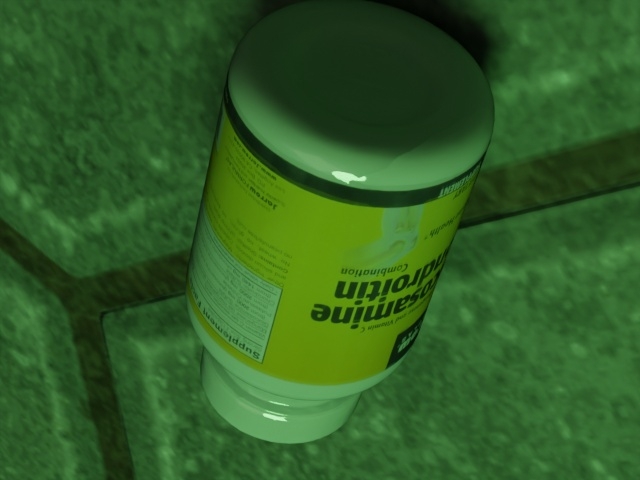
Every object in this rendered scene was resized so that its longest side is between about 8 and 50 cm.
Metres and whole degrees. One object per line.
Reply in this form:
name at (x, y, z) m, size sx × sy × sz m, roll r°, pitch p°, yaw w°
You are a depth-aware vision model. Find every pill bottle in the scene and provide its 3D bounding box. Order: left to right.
pill bottle at (0.000, 0.000, 0.621) m, size 0.103 × 0.103 × 0.184 m, roll 30°, pitch 137°, yaw 14°
